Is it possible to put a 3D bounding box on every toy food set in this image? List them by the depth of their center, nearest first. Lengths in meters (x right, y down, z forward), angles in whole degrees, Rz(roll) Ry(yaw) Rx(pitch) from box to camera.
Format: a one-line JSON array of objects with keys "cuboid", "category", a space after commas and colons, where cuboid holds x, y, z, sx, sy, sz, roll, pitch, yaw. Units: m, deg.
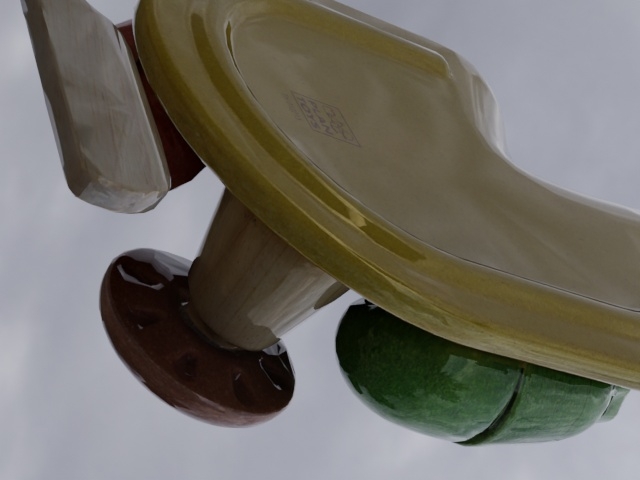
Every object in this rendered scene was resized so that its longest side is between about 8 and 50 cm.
[{"cuboid": [0.000, 0.000, 0.430, 0.071, 0.218, 0.128, -51, -136, 24], "category": "toy food set"}]
